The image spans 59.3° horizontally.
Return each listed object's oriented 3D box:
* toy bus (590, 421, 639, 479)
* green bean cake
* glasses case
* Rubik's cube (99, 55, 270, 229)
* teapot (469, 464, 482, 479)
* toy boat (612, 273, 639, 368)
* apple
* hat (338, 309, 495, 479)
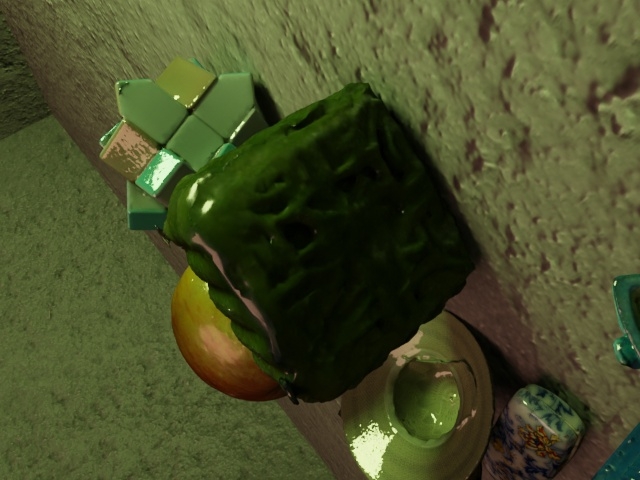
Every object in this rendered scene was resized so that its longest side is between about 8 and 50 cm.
[{"bbox_3d":[0.353,0.272,0.398,0.288,0.138,0.175,26,146,52],"label":"toy bus"},{"bbox_3d":[0.000,0.000,0.576,0.250,0.247,0.156,60,159,-14],"label":"green bean cake"},{"bbox_3d":[0.252,0.253,0.684,0.087,0.065,0.248,38,153,30],"label":"glasses case"},{"bbox_3d":[-0.197,-0.130,0.794,0.224,0.265,0.213,46,173,-17],"label":"Rubik's cube"},{"bbox_3d":[0.145,0.331,0.843,0.269,0.173,0.182,51,-167,1],"label":"teapot"},{"bbox_3d":[0.274,0.095,0.320,0.238,0.109,0.098,40,-175,34],"label":"toy boat"},{"bbox_3d":[-0.081,0.084,0.842,0.301,0.301,0.301,44,157,24],"label":"apple"},{"bbox_3d":[0.150,0.216,0.761,0.110,0.252,0.252,17,-173,-40],"label":"hat"}]
